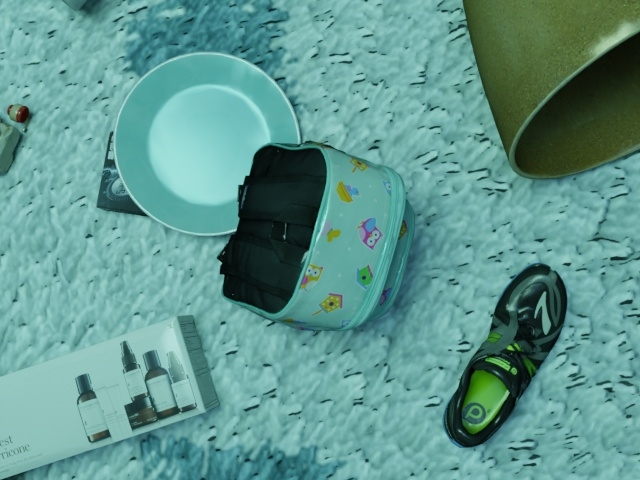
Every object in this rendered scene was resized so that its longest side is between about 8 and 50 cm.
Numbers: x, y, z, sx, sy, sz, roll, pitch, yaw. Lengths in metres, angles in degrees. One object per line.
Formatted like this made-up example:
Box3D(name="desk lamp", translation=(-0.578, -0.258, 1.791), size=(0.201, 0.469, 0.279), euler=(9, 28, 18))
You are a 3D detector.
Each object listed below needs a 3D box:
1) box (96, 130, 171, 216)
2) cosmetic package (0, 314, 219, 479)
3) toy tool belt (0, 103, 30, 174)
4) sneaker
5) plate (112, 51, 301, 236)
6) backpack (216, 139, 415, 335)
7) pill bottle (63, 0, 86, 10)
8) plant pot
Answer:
Box3D(name="box", translation=(-0.193, -0.069, 0.731), size=(0.067, 0.018, 0.083), euler=(9, 85, 6))
Box3D(name="cosmetic package", translation=(-0.231, 0.157, 0.692), size=(0.239, 0.060, 0.099), euler=(-20, 81, 4))
Box3D(name="toy tool belt", translation=(-0.349, -0.113, 0.737), size=(0.051, 0.052, 0.083), euler=(23, 87, 0))
Box3D(name="sneaker", translation=(0.175, 0.110, 0.642), size=(0.067, 0.078, 0.188), euler=(29, 88, 8))
Box3D(name="plate", translation=(-0.114, -0.097, 0.711), size=(0.188, 0.024, 0.188), euler=(0, 86, -5))
Box3D(name="backpack", translation=(0.000, 0.000, 0.617), size=(0.144, 0.188, 0.166), euler=(19, 86, -18))
Box3D(name="pill bottle", translation=(-0.211, -0.373, 0.697), size=(0.153, 0.153, 0.265), euler=(40, 90, 9))
Box3D(name="plant pot", translation=(0.220, -0.223, 0.613), size=(0.237, 0.237, 0.254), euler=(-24, 68, 3))
